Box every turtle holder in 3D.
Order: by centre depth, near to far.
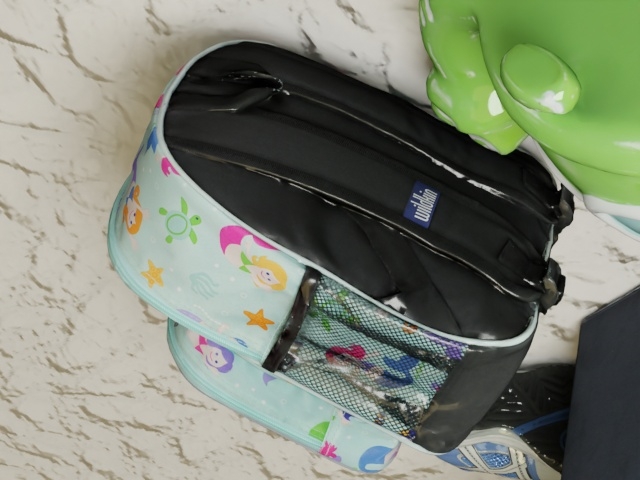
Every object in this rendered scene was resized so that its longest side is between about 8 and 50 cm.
[{"bbox_3d":[0.202,-0.088,0.898,0.320,0.243,0.227,-23,138,19],"label":"turtle holder"}]

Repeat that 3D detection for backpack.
[{"bbox_3d":[0.000,0.000,1.033,0.253,0.225,0.191,30,125,-6],"label":"backpack"}]

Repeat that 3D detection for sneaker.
[{"bbox_3d":[0.142,0.131,1.215,0.211,0.080,0.081,19,153,-1],"label":"sneaker"}]

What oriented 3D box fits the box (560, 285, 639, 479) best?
[{"bbox_3d":[0.312,0.215,1.053,0.312,0.343,0.179,41,128,-19],"label":"box"}]
